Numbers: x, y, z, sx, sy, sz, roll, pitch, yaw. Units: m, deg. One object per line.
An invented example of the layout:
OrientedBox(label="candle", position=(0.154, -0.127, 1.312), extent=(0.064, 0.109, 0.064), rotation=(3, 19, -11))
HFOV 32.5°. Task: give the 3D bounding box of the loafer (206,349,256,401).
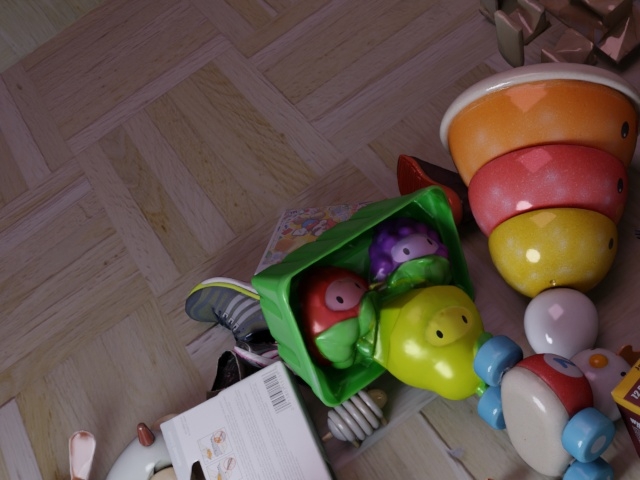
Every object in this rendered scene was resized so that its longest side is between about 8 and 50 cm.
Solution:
OrientedBox(label="loafer", position=(-0.174, 0.299, 1.949), extent=(0.094, 0.087, 0.251), rotation=(-15, 44, 20))

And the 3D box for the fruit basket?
OrientedBox(label="fruit basket", position=(0.125, 0.106, 1.787), extent=(0.392, 0.282, 0.392), rotation=(-17, 22, 7))

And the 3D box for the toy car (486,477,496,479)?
OrientedBox(label="toy car", position=(0.293, 0.382, 1.627), extent=(0.122, 0.060, 0.040), rotation=(3, 5, 14))

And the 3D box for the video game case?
OrientedBox(label="video game case", position=(0.000, 0.000, 2.093), extent=(0.207, 0.026, 0.227), rotation=(-5, 32, 18))

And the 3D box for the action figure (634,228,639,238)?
OrientedBox(label="action figure", position=(0.618, -0.111, 1.775), extent=(0.276, 0.164, 0.141), rotation=(-42, 56, -19))

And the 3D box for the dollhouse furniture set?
OrientedBox(label="dollhouse furniture set", position=(0.507, -0.490, 2.256), extent=(0.362, 0.256, 0.394), rotation=(-40, 62, -7))

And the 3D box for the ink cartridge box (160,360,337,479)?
OrientedBox(label="ink cartridge box", position=(-0.113, 0.370, 1.811), extent=(0.239, 0.060, 0.275), rotation=(-29, 57, 6))

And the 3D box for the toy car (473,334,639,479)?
OrientedBox(label="toy car", position=(0.385, 0.215, 1.610), extent=(0.238, 0.210, 0.219), rotation=(-33, 47, -20))

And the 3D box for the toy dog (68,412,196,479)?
OrientedBox(label="toy dog", position=(-0.364, 0.407, 1.907), extent=(0.334, 0.161, 0.220), rotation=(-38, 40, -6))

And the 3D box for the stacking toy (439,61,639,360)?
OrientedBox(label="stacking toy", position=(0.384, -0.019, 1.819), extent=(0.351, 0.350, 0.479), rotation=(-11, 64, 23))

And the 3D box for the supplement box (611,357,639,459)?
OrientedBox(label="supplement box", position=(0.525, 0.250, 1.474), extent=(0.129, 0.194, 0.191), rotation=(-46, 42, -15))

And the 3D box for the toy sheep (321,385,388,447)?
OrientedBox(label="toy sheep", position=(0.057, 0.292, 1.811), extent=(0.132, 0.091, 0.091), rotation=(-41, 41, -10))

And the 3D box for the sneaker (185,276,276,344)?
OrientedBox(label="sneaker", position=(-0.144, 0.147, 2.070), extent=(0.300, 0.111, 0.121), rotation=(2, 54, 36))

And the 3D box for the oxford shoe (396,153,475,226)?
OrientedBox(label="oxford shoe", position=(0.228, -0.096, 2.108), extent=(0.098, 0.096, 0.271), rotation=(-8, 29, -20))

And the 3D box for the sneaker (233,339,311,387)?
OrientedBox(label="sneaker", position=(-0.063, 0.204, 1.954), extent=(0.178, 0.072, 0.077), rotation=(18, 68, 6))
